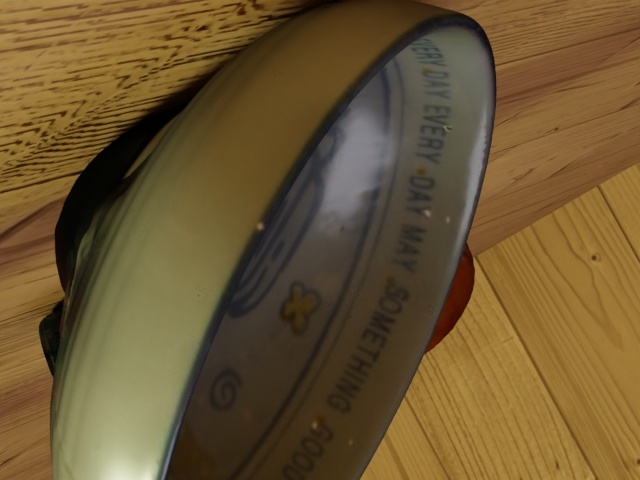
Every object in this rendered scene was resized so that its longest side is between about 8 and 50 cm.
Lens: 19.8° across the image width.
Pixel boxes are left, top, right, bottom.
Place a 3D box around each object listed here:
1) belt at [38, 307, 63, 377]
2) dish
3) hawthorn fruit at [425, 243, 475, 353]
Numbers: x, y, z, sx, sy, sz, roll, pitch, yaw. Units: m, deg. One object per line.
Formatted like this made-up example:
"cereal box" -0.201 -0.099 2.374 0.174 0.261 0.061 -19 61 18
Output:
"belt" -0.111 0.096 1.126 0.082 0.141 0.190 -27 177 0
"dish" -0.047 0.015 0.745 0.273 0.134 0.273 -53 157 -35
"hawthorn fruit" 0.028 0.022 1.195 0.133 0.132 0.138 -26 176 -20
